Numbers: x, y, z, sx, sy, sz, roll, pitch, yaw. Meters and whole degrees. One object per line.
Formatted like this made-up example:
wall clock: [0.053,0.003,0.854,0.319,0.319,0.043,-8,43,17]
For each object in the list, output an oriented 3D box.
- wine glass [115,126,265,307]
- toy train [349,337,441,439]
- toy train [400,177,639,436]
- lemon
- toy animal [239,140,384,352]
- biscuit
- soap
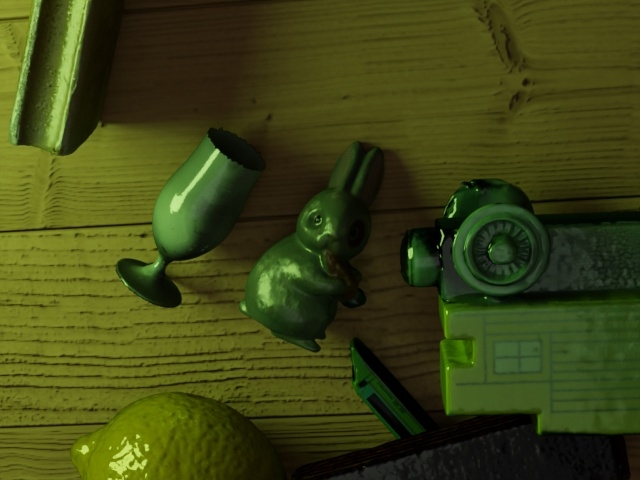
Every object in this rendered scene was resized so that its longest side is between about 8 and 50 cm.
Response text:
wine glass: [-0.145,-0.027,1.905,0.093,0.093,0.202,34,108,-4]
toy train: [0.091,0.204,1.970,0.042,0.044,0.209,-39,99,17]
toy train: [0.307,0.073,1.802,0.442,0.179,0.272,-2,100,1]
lemon: [-0.162,0.287,1.934,0.253,0.228,0.228,43,108,-5]
toy animal: [-0.003,0.007,1.887,0.138,0.108,0.236,17,109,3]
biscuit: [0.157,0.268,1.920,0.388,0.073,0.107,-15,98,-1]
soap: [-0.265,-0.235,1.818,0.080,0.160,0.258,15,110,1]
